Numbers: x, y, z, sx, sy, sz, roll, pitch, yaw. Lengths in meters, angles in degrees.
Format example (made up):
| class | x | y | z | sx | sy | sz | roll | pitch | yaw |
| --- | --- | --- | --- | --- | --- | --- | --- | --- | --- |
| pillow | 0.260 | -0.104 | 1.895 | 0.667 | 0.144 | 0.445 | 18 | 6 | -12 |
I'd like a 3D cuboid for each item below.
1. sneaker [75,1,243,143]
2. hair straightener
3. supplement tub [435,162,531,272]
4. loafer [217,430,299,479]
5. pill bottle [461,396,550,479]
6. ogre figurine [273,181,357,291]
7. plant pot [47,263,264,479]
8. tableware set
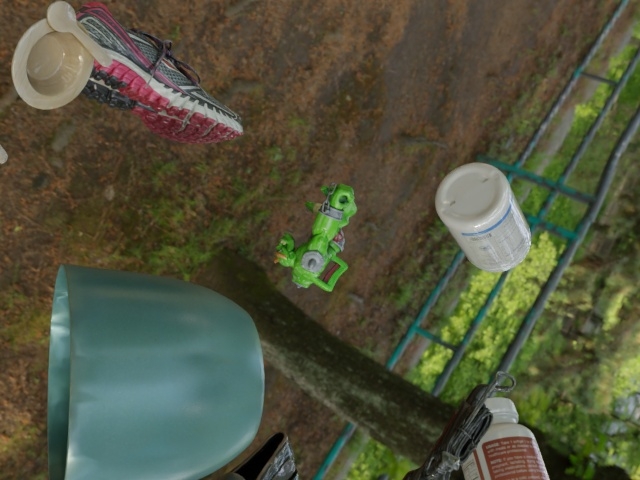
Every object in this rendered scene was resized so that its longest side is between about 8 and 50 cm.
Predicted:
| class | x | y | z | sx | sy | sz | roll | pitch | yaw |
| --- | --- | --- | --- | --- | --- | --- | --- | --- | --- |
| sneaker | -0.226 | -0.229 | 1.010 | 0.299 | 0.120 | 0.112 | 27 | 65 | -43 |
| hair straightener | 0.124 | 0.210 | 0.651 | 0.230 | 0.047 | 0.089 | -46 | 173 | -24 |
| supplement tub | 0.157 | -0.020 | 0.669 | 0.071 | 0.071 | 0.107 | -60 | 145 | -10 |
| loafer | -0.121 | 0.354 | 0.999 | 0.267 | 0.096 | 0.084 | -14 | 102 | -62 |
| pill bottle | 0.278 | 0.353 | 1.046 | 0.121 | 0.121 | 0.216 | 76 | 3 | -52 |
| ogre figurine | 0.000 | 0.000 | 0.952 | 0.097 | 0.197 | 0.118 | 30 | 73 | -20 |
| plant pot | -0.208 | 0.177 | 0.881 | 0.235 | 0.293 | 0.293 | 2 | 115 | -24 |
| tableware set | -0.184 | -0.088 | 0.355 | 0.169 | 0.020 | 0.141 | -56 | 157 | -13 |
